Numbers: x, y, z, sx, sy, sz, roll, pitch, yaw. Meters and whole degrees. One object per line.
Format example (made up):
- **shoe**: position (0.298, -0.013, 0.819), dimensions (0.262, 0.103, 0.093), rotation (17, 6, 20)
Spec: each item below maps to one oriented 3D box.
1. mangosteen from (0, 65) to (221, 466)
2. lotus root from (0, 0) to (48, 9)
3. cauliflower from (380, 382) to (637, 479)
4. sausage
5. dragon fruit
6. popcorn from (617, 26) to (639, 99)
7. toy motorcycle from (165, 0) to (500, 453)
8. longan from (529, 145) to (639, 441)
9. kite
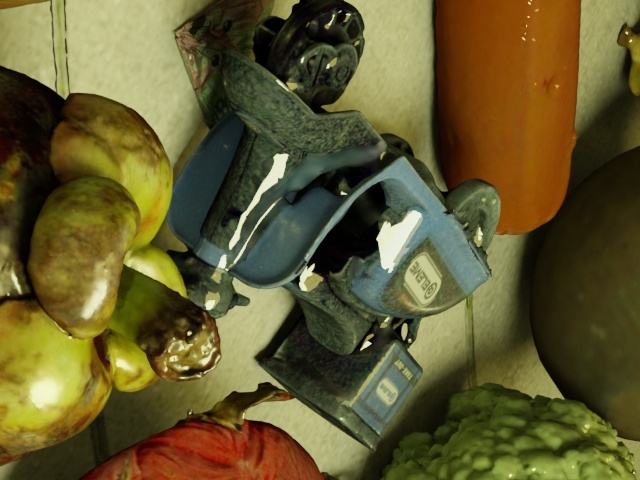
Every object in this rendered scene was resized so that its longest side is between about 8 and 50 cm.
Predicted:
- **mangosteen**: position (-0.141, 0.019, 0.709), dimensions (0.192, 0.217, 0.192), rotation (13, 90, -75)
- **lotus root**: position (-0.123, -0.210, 0.637), dimensions (0.272, 0.192, 0.272), rotation (-42, 144, -42)
- **cauliflower**: position (0.144, 0.271, 1.244), dimensions (0.327, 0.260, 0.281), rotation (-72, 160, -53)
- **sausage**: position (0.131, -0.146, 1.097), dimensions (0.094, 0.097, 0.348), rotation (-45, 142, -40)
- **dragon fruit**: position (-0.061, 0.227, 0.914), dimensions (0.224, 0.148, 0.218), rotation (-32, 135, -9)
- **popcorn**: position (0.339, -0.154, 1.346), dimensions (0.148, 0.152, 0.167), rotation (-57, 160, -12)
- **toy motorcycle**: position (0.000, 0.000, 0.984), dimensions (0.212, 0.125, 0.358), rotation (-55, 149, -8)
- **longan**: position (0.311, 0.028, 1.311), dimensions (0.243, 0.300, 0.300), rotation (47, 67, -19)
- **kite**: position (-0.040, -0.116, 0.959), dimensions (0.157, 0.011, 0.139), rotation (8, 106, -56)
